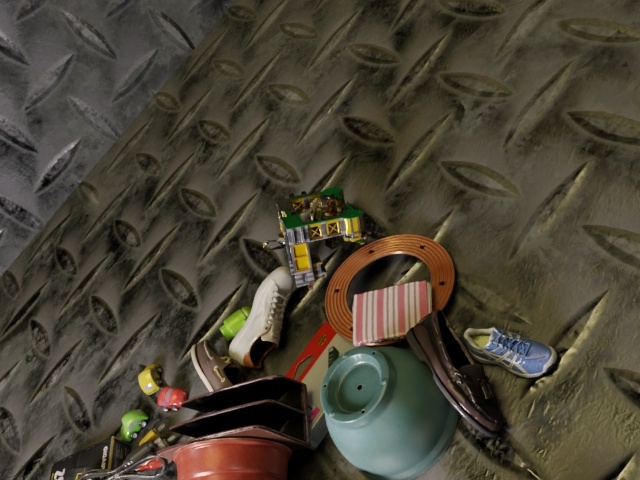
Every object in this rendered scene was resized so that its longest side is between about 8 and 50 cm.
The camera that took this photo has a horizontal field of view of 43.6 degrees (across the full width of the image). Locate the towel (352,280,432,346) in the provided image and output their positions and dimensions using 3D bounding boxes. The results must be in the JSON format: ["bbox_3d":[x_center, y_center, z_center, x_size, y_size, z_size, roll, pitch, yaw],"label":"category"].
[{"bbox_3d":[0.167,0.173,1.868,0.197,0.029,0.144,-13,47,20],"label":"towel"}]

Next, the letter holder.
[{"bbox_3d":[-0.208,0.414,1.845,0.301,0.214,0.152,-21,57,26],"label":"letter holder"}]

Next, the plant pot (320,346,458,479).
[{"bbox_3d":[0.122,0.347,1.725,0.293,0.196,0.293,-25,43,26],"label":"plant pot"}]

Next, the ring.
[{"bbox_3d":[0.169,0.121,1.960,0.336,0.032,0.337,-16,43,16],"label":"ring"}]

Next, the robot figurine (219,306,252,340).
[{"bbox_3d":[-0.224,0.230,2.234,0.115,0.067,0.101,-36,11,-10],"label":"robot figurine"}]

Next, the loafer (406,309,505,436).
[{"bbox_3d":[0.290,0.268,1.669,0.095,0.109,0.302,-52,48,18],"label":"loafer"}]

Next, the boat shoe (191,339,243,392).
[{"bbox_3d":[-0.250,0.370,2.116,0.096,0.116,0.324,-42,43,6],"label":"boat shoe"}]

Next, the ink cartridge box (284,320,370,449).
[{"bbox_3d":[-0.013,0.338,1.968,0.275,0.060,0.239,-53,40,-7],"label":"ink cartridge box"}]

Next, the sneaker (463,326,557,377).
[{"bbox_3d":[0.389,0.230,1.667,0.211,0.081,0.080,3,59,42],"label":"sneaker"}]

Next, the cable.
[{"bbox_3d":[-0.512,0.620,2.146,0.287,0.072,0.139,-34,57,-2],"label":"cable"}]

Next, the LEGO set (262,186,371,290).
[{"bbox_3d":[0.000,0.000,2.140,0.254,0.192,0.331,-16,22,-16],"label":"LEGO set"}]

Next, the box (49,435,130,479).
[{"bbox_3d":[-0.657,0.737,2.213,0.257,0.079,0.322,-28,43,25],"label":"box"}]

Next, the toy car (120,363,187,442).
[{"bbox_3d":[-0.509,0.479,2.309,0.225,0.053,0.239,-53,39,-7],"label":"toy car"}]

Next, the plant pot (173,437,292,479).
[{"bbox_3d":[-0.194,0.606,1.765,0.272,0.272,0.265,-22,55,29],"label":"plant pot"}]

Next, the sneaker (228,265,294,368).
[{"bbox_3d":[-0.128,0.215,2.153,0.123,0.106,0.290,24,86,45],"label":"sneaker"}]
